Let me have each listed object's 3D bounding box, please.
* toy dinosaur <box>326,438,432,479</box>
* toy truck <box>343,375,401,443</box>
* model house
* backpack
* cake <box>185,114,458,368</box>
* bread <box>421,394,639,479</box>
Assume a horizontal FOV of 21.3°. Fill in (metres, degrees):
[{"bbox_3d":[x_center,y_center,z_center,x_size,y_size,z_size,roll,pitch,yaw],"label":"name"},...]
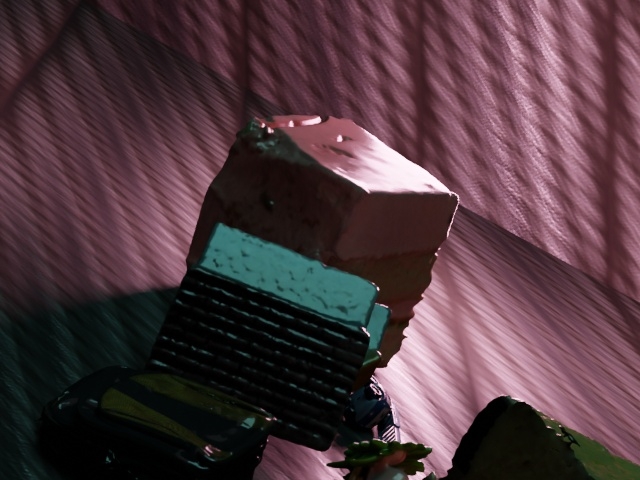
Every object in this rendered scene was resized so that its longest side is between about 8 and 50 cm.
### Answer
[{"bbox_3d":[0.075,0.335,1.982,0.194,0.177,0.152,9,-26,-9],"label":"toy dinosaur"},{"bbox_3d":[0.074,0.244,2.359,0.074,0.063,0.136,41,15,-13],"label":"toy truck"},{"bbox_3d":[-0.075,0.166,2.197,0.281,0.230,0.248,21,57,-2],"label":"model house"},{"bbox_3d":[-0.194,0.222,1.912,0.258,0.133,0.206,24,23,22],"label":"backpack"},{"bbox_3d":[0.000,0.000,2.581,0.314,0.306,0.293,34,20,32],"label":"cake"},{"bbox_3d":[0.215,0.371,1.682,0.242,0.345,0.405,28,21,-12],"label":"bread"}]
